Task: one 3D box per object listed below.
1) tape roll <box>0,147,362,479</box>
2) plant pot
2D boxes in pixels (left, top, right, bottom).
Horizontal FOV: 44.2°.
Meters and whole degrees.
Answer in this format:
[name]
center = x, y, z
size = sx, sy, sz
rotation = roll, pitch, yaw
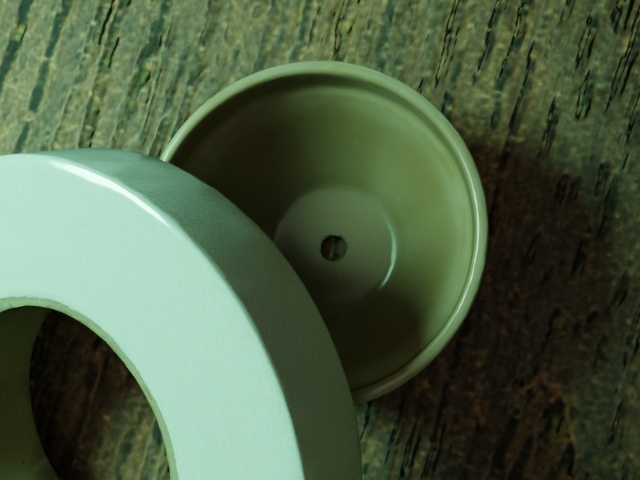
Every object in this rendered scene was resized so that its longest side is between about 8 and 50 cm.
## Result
[tape roll]
center = -0.159, 0.131, 0.534
size = 0.392, 0.072, 0.392
rotation = 6, 103, 29
[plant pot]
center = 0.000, 0.000, 0.573
size = 0.237, 0.110, 0.237
rotation = -1, 83, 10
